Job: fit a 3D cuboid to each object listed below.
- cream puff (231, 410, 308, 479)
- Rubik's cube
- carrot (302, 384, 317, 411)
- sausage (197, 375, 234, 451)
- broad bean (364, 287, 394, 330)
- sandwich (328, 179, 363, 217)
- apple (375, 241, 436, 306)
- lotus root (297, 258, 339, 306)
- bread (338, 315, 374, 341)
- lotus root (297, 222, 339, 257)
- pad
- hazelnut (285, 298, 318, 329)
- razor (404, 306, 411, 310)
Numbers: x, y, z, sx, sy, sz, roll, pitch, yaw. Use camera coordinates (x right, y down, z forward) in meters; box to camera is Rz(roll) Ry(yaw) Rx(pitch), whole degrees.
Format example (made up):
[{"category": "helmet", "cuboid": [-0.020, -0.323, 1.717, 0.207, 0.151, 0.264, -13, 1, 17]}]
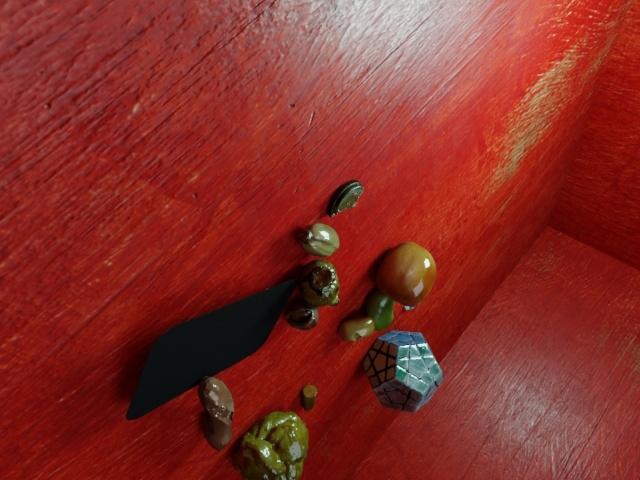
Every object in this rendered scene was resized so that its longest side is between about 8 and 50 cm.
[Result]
[{"category": "cream puff", "cuboid": [-0.139, 0.629, 1.239, 0.244, 0.196, 0.243, -4, 97, -37]}, {"category": "Rubik's cube", "cuboid": [0.325, 0.508, 1.642, 0.319, 0.319, 0.263, -9, 99, -50]}, {"category": "carrot", "cuboid": [-0.037, 0.531, 1.391, 0.048, 0.048, 0.139, -33, 146, -31]}, {"category": "sausage", "cuboid": [-0.231, 0.390, 0.939, 0.078, 0.078, 0.304, -30, 150, -34]}, {"category": "broad bean", "cuboid": [0.193, 0.229, 1.386, 0.124, 0.082, 0.174, -34, 134, -31]}, {"category": "sandwich", "cuboid": [0.060, -0.094, 0.932, 0.101, 0.026, 0.069, -30, 140, -36]}, {"category": "apple", "cuboid": [0.260, 0.099, 1.261, 0.199, 0.199, 0.199, -34, 144, -30]}, {"category": "lotus root", "cuboid": [0.002, 0.114, 0.990, 0.190, 0.095, 0.108, 73, 34, -66]}, {"category": "bread", "cuboid": [0.117, 0.283, 1.312, 0.115, 0.056, 0.082, -5, 129, -17]}, {"category": "lotus root", "cuboid": [0.000, 0.000, 0.907, 0.073, 0.062, 0.150, -51, 150, 9]}, {"category": "pad", "cuboid": [-0.228, 0.213, 0.853, 0.376, 0.063, 0.314, -14, 138, -56]}, {"category": "hazelnut", "cuboid": [-0.044, 0.183, 1.019, 0.086, 0.086, 0.086, -34, 144, -30]}, {"category": "razor", "cuboid": [0.401, 0.201, 1.670, 0.068, 0.037, 0.191, -1, 121, -52]}]
